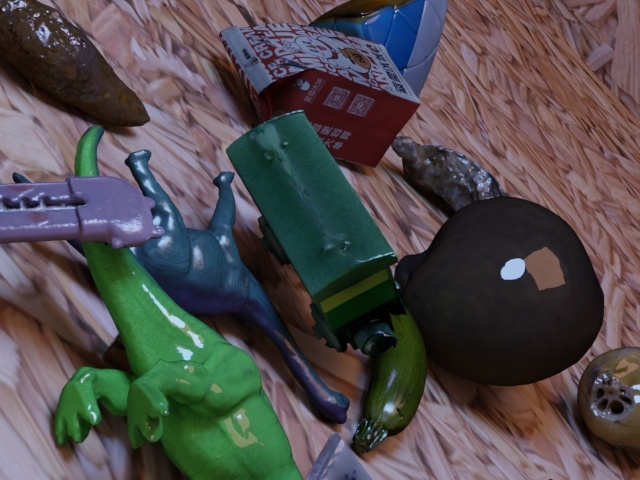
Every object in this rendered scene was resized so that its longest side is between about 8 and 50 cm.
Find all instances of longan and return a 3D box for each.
[{"bbox_3d":[0.243,0.068,1.890,0.300,0.243,0.300,3,23,-1],"label":"longan"}]

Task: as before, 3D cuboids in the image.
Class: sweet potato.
[{"bbox_3d":[-0.346,-0.246,1.675,0.341,0.092,0.114,39,10,-12],"label":"sweet potato"}]

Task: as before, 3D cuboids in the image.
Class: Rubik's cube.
[{"bbox_3d":[0.076,-0.308,2.335,0.254,0.254,0.254,33,28,-20],"label":"Rubik's cube"}]

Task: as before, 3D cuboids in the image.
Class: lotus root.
[{"bbox_3d":[0.519,0.252,2.100,0.342,0.151,0.169,14,26,-47],"label":"lotus root"}]

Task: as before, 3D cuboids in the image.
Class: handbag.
[{"bbox_3d":[-0.016,-0.235,2.085,0.298,0.151,0.171,12,35,-36],"label":"handbag"}]

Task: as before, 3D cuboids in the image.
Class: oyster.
[{"bbox_3d":[0.275,-0.048,2.283,0.396,0.111,0.204,42,8,-2],"label":"oyster"}]

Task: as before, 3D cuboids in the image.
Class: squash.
[{"bbox_3d":[0.094,0.162,1.718,0.318,0.080,0.071,-78,156,-59],"label":"squash"}]

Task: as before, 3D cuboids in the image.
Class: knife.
[{"bbox_3d":[-0.340,-0.028,1.258,0.398,0.038,0.132,-2,50,-26],"label":"knife"}]

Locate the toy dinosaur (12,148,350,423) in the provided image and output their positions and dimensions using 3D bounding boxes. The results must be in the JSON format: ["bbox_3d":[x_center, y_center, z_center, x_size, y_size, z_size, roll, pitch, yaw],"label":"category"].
[{"bbox_3d":[-0.138,0.072,1.511,0.383,0.129,0.331,0,58,-54],"label":"toy dinosaur"}]

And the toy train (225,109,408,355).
[{"bbox_3d":[0.000,0.000,1.662,0.301,0.120,0.202,58,-7,36],"label":"toy train"}]

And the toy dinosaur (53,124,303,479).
[{"bbox_3d":[-0.081,0.126,1.393,0.374,0.144,0.500,24,46,-37],"label":"toy dinosaur"}]

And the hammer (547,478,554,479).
[{"bbox_3d":[0.332,0.379,1.787,0.065,0.021,0.178,21,33,-37],"label":"hammer"}]

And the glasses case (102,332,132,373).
[{"bbox_3d":[-0.143,0.149,1.427,0.170,0.041,0.065,39,55,-10],"label":"glasses case"}]

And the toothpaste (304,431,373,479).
[{"bbox_3d":[0.074,0.320,1.343,0.323,0.066,0.100,51,58,-33],"label":"toothpaste"}]
